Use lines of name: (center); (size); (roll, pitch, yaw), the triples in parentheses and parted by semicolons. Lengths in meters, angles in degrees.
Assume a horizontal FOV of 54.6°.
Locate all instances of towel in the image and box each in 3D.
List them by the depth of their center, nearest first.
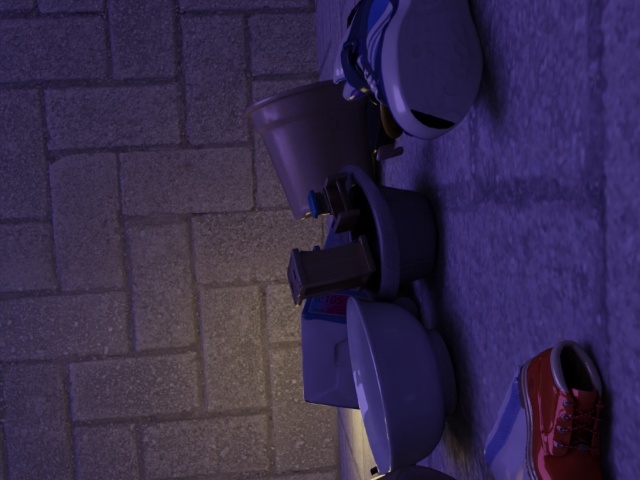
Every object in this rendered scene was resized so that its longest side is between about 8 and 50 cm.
towel: (0.227, 0.295, 0.618); (0.209, 0.034, 0.285); (90, 174, -46)

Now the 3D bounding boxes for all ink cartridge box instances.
ink cartridge box: (0.072, 0.130, 1.374); (0.395, 0.151, 0.270); (-73, -13, -51)

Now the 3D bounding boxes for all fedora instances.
fedora: (0.125, -0.017, 1.106); (0.275, 0.124, 0.243); (-123, 26, -61)

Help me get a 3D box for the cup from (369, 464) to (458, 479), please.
cup: (0.108, 0.428, 0.768); (0.236, 0.331, 0.331); (-64, 13, 14)

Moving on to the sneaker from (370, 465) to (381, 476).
sneaker: (0.148, 0.433, 1.401); (0.151, 0.094, 0.255); (91, 176, -75)

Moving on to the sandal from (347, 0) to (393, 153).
sandal: (0.105, -0.350, 1.231); (0.445, 0.107, 0.167); (92, 173, -48)

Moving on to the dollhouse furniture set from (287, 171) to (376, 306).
dollhouse furniture set: (0.000, 0.000, 1.083); (0.129, 0.129, 0.183); (109, 148, -67)

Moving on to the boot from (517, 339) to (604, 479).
boot: (0.215, 0.165, 0.534); (0.084, 0.059, 0.157); (103, 165, -58)

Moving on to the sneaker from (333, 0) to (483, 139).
sneaker: (0.101, -0.228, 0.859); (0.236, 0.130, 0.322); (134, 145, -57)

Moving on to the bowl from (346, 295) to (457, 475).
bowl: (0.136, 0.227, 1.014); (0.298, 0.134, 0.297); (171, 90, -84)

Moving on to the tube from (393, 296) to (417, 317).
tube: (0.165, 0.164, 1.289); (0.207, 0.052, 0.080); (83, -173, -74)

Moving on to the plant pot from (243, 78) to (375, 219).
plant pot: (0.002, -0.222, 1.595); (0.334, 0.334, 0.305); (-149, 45, -85)

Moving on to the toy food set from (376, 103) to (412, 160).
toy food set: (0.152, -0.239, 1.028); (0.128, 0.071, 0.217); (-11, -75, -63)
